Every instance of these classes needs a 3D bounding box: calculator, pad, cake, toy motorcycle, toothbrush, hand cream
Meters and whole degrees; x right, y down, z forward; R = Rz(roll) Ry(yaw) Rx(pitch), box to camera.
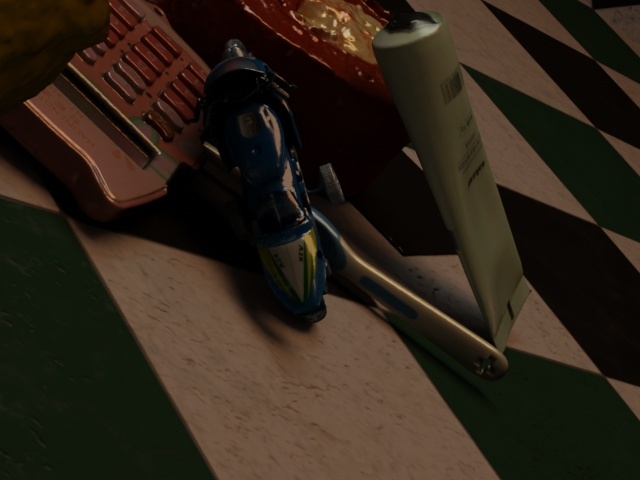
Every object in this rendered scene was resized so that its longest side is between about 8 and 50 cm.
[{"bbox_3d":[-0.175,-0.128,1.370,0.220,0.048,0.329,43,26,-6],"label":"calculator"},{"bbox_3d":[0.082,-0.043,1.776,0.163,0.004,0.243,47,21,19],"label":"pad"},{"bbox_3d":[-0.029,-0.160,1.624,0.283,0.151,0.177,37,35,-15],"label":"cake"},{"bbox_3d":[-0.040,-0.055,1.364,0.135,0.092,0.254,59,13,-71],"label":"toy motorcycle"},{"bbox_3d":[0.001,-0.002,1.483,0.386,0.040,0.040,36,19,-5],"label":"toothbrush"},{"bbox_3d":[0.128,-0.057,1.573,0.320,0.067,0.109,66,31,-24],"label":"hand cream"}]

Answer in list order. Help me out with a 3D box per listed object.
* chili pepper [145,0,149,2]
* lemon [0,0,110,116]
[{"bbox_3d":[-0.123,-0.283,1.817,0.099,0.083,0.253,34,23,11],"label":"chili pepper"},{"bbox_3d":[-0.274,-0.203,1.098,0.322,0.268,0.268,25,15,16],"label":"lemon"}]
